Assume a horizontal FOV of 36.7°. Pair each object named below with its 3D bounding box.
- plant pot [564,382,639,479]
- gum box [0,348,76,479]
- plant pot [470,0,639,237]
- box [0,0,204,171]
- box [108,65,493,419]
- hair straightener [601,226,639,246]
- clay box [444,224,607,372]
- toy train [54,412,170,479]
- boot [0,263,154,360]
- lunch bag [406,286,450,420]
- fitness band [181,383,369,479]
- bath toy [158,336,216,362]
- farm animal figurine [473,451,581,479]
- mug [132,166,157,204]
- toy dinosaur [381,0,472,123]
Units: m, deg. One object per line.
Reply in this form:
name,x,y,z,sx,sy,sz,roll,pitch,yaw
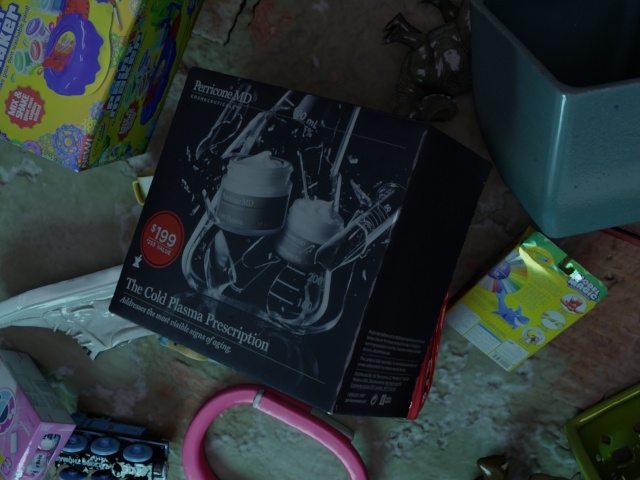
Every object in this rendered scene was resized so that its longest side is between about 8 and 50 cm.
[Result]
plant pot,0.488,0.321,1.283,0.228,0.227,0.207,-30,102,9
gum box,-0.438,0.257,1.405,0.188,0.062,0.107,41,105,39
plant pot,0.328,-0.150,1.186,0.247,0.247,0.252,-11,131,-13
box,-0.292,-0.265,1.239,0.177,0.279,0.290,24,102,2
box,-0.029,-0.003,1.116,0.343,0.179,0.313,18,89,33
hair straightener,0.486,-0.015,1.307,0.230,0.047,0.089,24,102,2
clay box,0.274,0.074,1.291,0.127,0.053,0.222,39,134,-1
toy train,-0.308,0.312,1.429,0.184,0.105,0.080,7,109,6
boot,-0.357,0.118,1.405,0.258,0.095,0.123,-16,91,8
lunch bag,0.104,0.076,1.261,0.120,0.258,0.293,11,101,5
fitness band,-0.065,0.338,1.432,0.290,0.054,0.209,29,102,2
bath toy,-0.133,-0.011,1.344,0.129,0.151,0.348,16,97,26
farm animal figurine,0.313,0.401,1.259,0.326,0.330,0.172,41,98,0
mug,-0.227,-0.071,1.385,0.062,0.078,0.064,-21,108,-23
toy dinosaur,0.183,-0.258,1.284,0.313,0.121,0.160,-41,105,7
